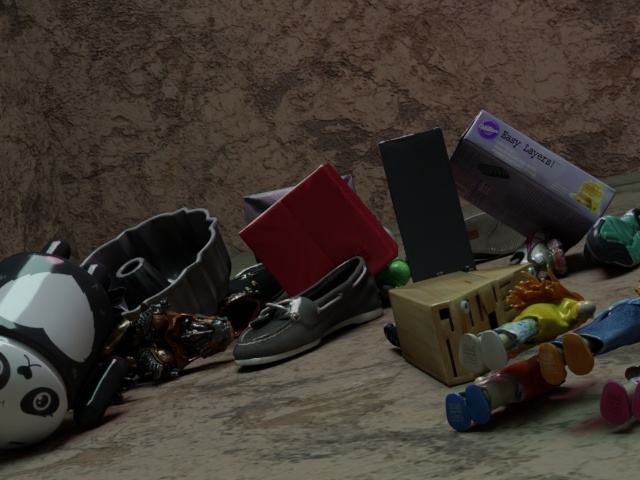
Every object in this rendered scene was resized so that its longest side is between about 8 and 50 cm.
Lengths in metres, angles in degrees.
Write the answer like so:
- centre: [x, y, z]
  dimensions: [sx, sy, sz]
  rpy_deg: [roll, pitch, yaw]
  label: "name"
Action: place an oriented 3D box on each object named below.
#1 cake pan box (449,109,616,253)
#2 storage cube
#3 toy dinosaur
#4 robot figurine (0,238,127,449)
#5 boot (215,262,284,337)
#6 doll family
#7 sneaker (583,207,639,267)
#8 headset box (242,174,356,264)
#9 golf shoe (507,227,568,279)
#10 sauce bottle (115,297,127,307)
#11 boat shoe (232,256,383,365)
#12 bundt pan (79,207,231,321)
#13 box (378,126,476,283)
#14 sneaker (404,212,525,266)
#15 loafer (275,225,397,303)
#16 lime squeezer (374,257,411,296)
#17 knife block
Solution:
- centre: [0.323, -0.083, 1.850]
  dimensions: [0.070, 0.245, 0.267]
  rpy_deg: [-55, -7, -12]
  label: "cake pan box"
- centre: [0.000, 0.000, 1.925]
  dimensions: [0.183, 0.193, 0.215]
  rpy_deg: [-39, 3, 6]
  label: "storage cube"
- centre: [-0.292, 0.166, 1.654]
  dimensions: [0.322, 0.164, 0.218]
  rpy_deg: [-31, -11, 1]
  label: "toy dinosaur"
- centre: [-0.360, 0.125, 1.426]
  dimensions: [0.209, 0.174, 0.278]
  rpy_deg: [5, 41, 13]
  label: "robot figurine"
- centre: [-0.123, 0.107, 2.015]
  dimensions: [0.236, 0.085, 0.178]
  rpy_deg: [-26, 10, -25]
  label: "boot"
- centre: [0.227, 0.078, 0.967]
  dimensions: [0.163, 0.118, 0.263]
  rpy_deg: [-17, 5, -43]
  label: "doll family"
- centre: [0.426, 0.015, 1.710]
  dimensions: [0.098, 0.083, 0.223]
  rpy_deg: [-35, -13, 31]
  label: "sneaker"
- centre: [-0.024, 0.003, 2.286]
  dimensions: [0.218, 0.110, 0.293]
  rpy_deg: [-12, -26, 0]
  label: "headset box"
- centre: [0.330, 0.023, 1.805]
  dimensions: [0.086, 0.067, 0.186]
  rpy_deg: [-15, 4, 4]
  label: "golf shoe"
- centre: [-0.444, 0.168, 2.064]
  dimensions: [0.344, 0.111, 0.111]
  rpy_deg: [-15, 4, -24]
  label: "sauce bottle"
- centre: [-0.024, 0.101, 1.683]
  dimensions: [0.112, 0.096, 0.335]
  rpy_deg: [-11, 5, 35]
  label: "boat shoe"
- centre: [-0.289, 0.092, 1.931]
  dimensions: [0.330, 0.124, 0.331]
  rpy_deg: [-23, 26, 12]
  label: "bundt pan"
- centre: [0.168, -0.035, 1.758]
  dimensions: [0.103, 0.261, 0.184]
  rpy_deg: [-14, 3, 4]
  label: "box"
- centre: [0.272, 0.004, 2.191]
  dimensions: [0.222, 0.083, 0.118]
  rpy_deg: [-6, -13, -24]
  label: "sneaker"
- centre: [0.020, 0.044, 2.139]
  dimensions: [0.319, 0.112, 0.111]
  rpy_deg: [-20, -8, 38]
  label: "loafer"
- centre: [0.147, 0.060, 2.002]
  dimensions: [0.110, 0.059, 0.310]
  rpy_deg: [-12, 3, 20]
  label: "lime squeezer"
- centre: [0.123, 0.095, 1.331]
  dimensions: [0.242, 0.088, 0.275]
  rpy_deg: [-12, 4, 37]
  label: "knife block"
